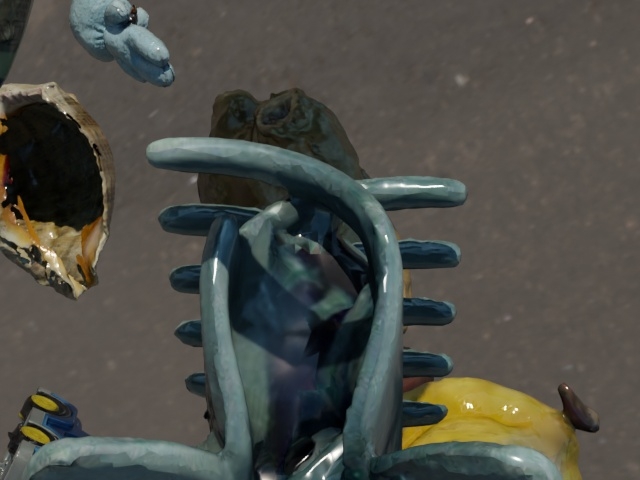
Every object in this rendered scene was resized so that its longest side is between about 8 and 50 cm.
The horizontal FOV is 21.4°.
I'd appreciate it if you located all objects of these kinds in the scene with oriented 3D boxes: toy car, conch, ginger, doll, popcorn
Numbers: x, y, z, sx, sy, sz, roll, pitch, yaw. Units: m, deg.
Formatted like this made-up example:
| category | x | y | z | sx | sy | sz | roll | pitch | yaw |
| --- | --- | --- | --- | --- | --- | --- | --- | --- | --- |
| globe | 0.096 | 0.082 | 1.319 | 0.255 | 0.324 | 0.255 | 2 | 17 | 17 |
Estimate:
| category | x | y | z | sx | sy | sz | roll | pitch | yaw |
| --- | --- | --- | --- | --- | --- | --- | --- | --- | --- |
| toy car | -0.237 | 0.206 | 1.464 | 0.100 | 0.191 | 0.097 | 26 | 100 | -10 |
| conch | -0.320 | -0.078 | 1.885 | 0.291 | 0.210 | 0.159 | 52 | 15 | -1 |
| ginger | 0.000 | 0.000 | 1.246 | 0.123 | 0.270 | 0.219 | -23 | 122 | -21 |
| doll | -0.216 | -0.238 | 1.930 | 0.075 | 0.179 | 0.120 | -34 | 137 | -34 |
| popcorn | 0.134 | 0.296 | 1.428 | 0.297 | 0.281 | 0.316 | 41 | 32 | -17 |

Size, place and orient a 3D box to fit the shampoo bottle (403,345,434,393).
| category | x | y | z | sx | sy | sz | roll | pitch | yaw |
| --- | --- | --- | --- | --- | --- | --- | --- | --- | --- |
| shampoo bottle | 0.013 | 0.191 | 1.619 | 0.323 | 0.084 | 0.129 | -15 | 117 | -63 |

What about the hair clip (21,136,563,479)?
| category | x | y | z | sx | sy | sz | roll | pitch | yaw |
| --- | --- | --- | --- | --- | --- | --- | --- | --- | --- |
| hair clip | -0.011 | 0.121 | 0.975 | 0.392 | 0.318 | 0.238 | 0 | 51 | 4 |

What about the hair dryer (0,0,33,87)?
| category | x | y | z | sx | sy | sz | roll | pitch | yaw |
| --- | --- | --- | --- | --- | --- | --- | --- | --- | --- |
| hair dryer | -0.123 | -0.228 | 0.776 | 0.119 | 0.298 | 0.296 | -8 | 82 | -66 |
